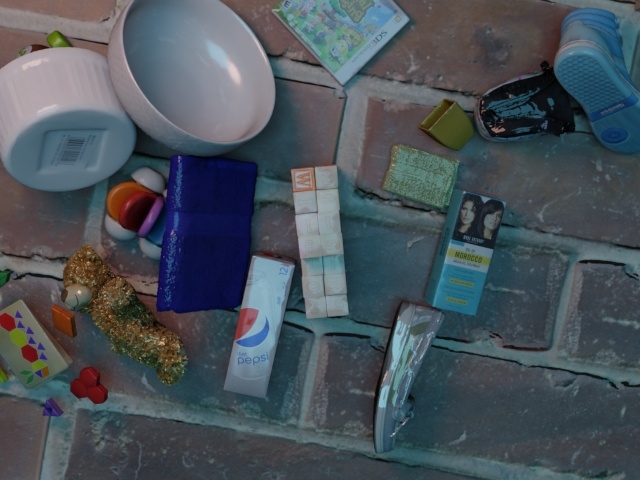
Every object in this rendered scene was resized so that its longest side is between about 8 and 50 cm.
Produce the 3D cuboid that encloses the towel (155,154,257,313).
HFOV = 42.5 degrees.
[{"bbox_3d":[-0.230,-0.015,1.630,0.076,0.227,0.309,9,95,38],"label":"towel"}]

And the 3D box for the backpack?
[{"bbox_3d":[0.400,-0.258,1.642,0.181,0.115,0.152,-15,84,2],"label":"backpack"}]

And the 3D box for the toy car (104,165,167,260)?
[{"bbox_3d":[-0.344,-0.053,1.646,0.182,0.136,0.159,31,94,-3],"label":"toy car"}]

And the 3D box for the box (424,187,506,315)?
[{"bbox_3d":[0.297,0.024,1.689,0.100,0.060,0.244,13,96,-12],"label":"box"}]

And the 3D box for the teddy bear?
[{"bbox_3d":[-0.393,0.164,1.630,0.113,0.245,0.338,-44,101,-21],"label":"teddy bear"}]

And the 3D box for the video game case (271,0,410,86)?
[{"bbox_3d":[0.041,-0.455,1.665,0.193,0.023,0.212,-44,94,4],"label":"video game case"}]

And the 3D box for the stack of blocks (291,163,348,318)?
[{"bbox_3d":[0.000,0.000,1.637,0.087,0.171,0.297,-5,96,0],"label":"stack of blocks"}]

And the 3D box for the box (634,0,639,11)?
[{"bbox_3d":[0.707,-0.570,1.594,0.126,0.148,0.233,2,97,-1],"label":"box"}]

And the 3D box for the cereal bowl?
[{"bbox_3d":[-0.257,-0.306,1.565,0.141,0.339,0.339,-30,97,46],"label":"cereal bowl"}]

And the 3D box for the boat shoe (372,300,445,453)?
[{"bbox_3d":[0.174,0.289,1.698,0.103,0.118,0.321,13,89,3],"label":"boat shoe"}]

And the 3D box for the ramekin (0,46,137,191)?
[{"bbox_3d":[-0.482,-0.215,1.545,0.277,0.277,0.135,-27,62,2],"label":"ramekin"}]

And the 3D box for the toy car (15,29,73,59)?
[{"bbox_3d":[-0.547,-0.319,1.592,0.155,0.188,0.149,-39,95,3],"label":"toy car"}]

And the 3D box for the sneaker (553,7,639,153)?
[{"bbox_3d":[0.578,-0.333,1.635,0.127,0.208,0.319,-16,136,37],"label":"sneaker"}]

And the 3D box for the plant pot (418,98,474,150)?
[{"bbox_3d":[0.262,-0.228,1.664,0.083,0.081,0.081,42,94,-16],"label":"plant pot"}]

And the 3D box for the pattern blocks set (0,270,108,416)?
[{"bbox_3d":[-0.597,0.216,1.678,0.285,0.026,0.325,-19,104,24],"label":"pattern blocks set"}]

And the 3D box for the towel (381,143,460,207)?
[{"bbox_3d":[0.208,-0.132,1.697,0.148,0.027,0.110,14,96,-4],"label":"towel"}]

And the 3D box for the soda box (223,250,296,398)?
[{"bbox_3d":[-0.124,0.171,1.691,0.091,0.098,0.287,13,96,-1],"label":"soda box"}]
